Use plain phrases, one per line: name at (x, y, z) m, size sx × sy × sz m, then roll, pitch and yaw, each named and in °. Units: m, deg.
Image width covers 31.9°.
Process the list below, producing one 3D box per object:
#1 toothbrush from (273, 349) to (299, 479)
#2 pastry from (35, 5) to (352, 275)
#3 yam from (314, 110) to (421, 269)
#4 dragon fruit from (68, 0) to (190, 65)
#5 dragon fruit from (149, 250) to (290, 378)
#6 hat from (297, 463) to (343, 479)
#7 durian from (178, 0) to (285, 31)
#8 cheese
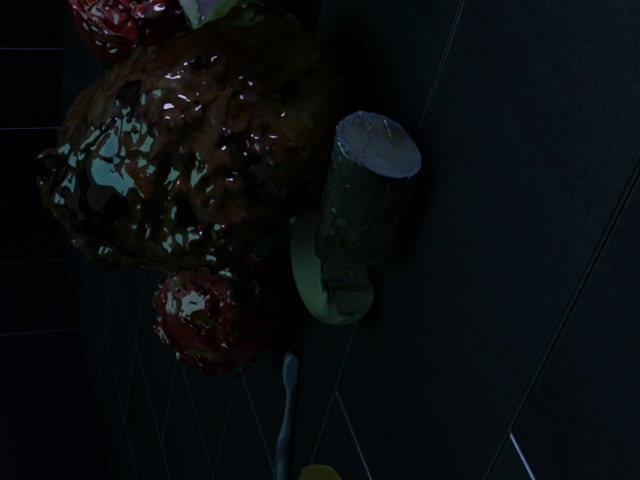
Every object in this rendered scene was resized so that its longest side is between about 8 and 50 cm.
toothbrush at (-0.059, 0.330, 1.743) m, size 0.029 × 0.024 × 0.353 m, roll -123°, pitch 36°, yaw -63°
pastry at (-0.151, -0.105, 1.381) m, size 0.292 × 0.405 × 0.337 m, roll 63°, pitch -167°, yaw -17°
yam at (0.052, -0.049, 1.274) m, size 0.183 × 0.107 × 0.107 m, roll 105°, pitch 152°, yaw -43°
dragon fruit at (-0.273, -0.410, 1.828) m, size 0.342 × 0.278 × 0.277 m, roll -56°, pitch -30°, yaw -72°
dragon fruit at (-0.146, 0.094, 1.702) m, size 0.205 × 0.210 × 0.268 m, roll 45°, pitch 159°, yaw -4°
hat at (-0.094, 0.425, 1.554) m, size 0.244 × 0.233 × 0.233 m, roll -118°, pitch 32°, yaw -45°
durian at (-0.102, -0.395, 1.581) m, size 0.195 × 0.186 × 0.305 m, roll -47°, pitch 37°, yaw 27°
cheese at (-0.003, 0.018, 1.475) m, size 0.249 × 0.071 × 0.163 m, roll -160°, pitch 70°, yaw -67°
